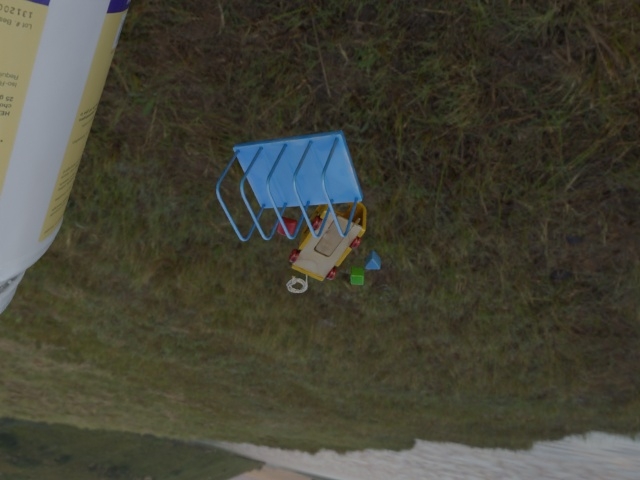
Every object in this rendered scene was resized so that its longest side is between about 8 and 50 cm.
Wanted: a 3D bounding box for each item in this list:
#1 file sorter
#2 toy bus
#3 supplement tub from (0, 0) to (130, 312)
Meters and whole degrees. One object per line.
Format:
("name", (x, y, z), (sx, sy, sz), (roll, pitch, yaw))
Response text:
("file sorter", (-0.044, -0.069, 0.753), (0.170, 0.105, 0.118), (-2, 133, 23))
("toy bus", (0.010, -0.005, 1.068), (0.202, 0.104, 0.191), (-9, 128, 15))
("supplement tub", (-0.292, -0.109, 0.378), (0.240, 0.241, 0.331), (22, 115, -18))
